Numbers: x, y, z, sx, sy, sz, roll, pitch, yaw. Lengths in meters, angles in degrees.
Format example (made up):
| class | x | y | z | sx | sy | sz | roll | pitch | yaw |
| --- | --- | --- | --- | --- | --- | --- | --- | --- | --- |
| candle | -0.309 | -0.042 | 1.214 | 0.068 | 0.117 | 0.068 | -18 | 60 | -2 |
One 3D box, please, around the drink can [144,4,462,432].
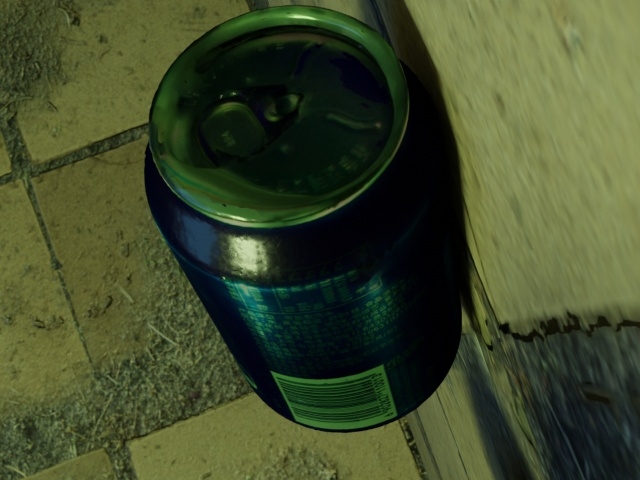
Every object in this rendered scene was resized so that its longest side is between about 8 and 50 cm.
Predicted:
| class | x | y | z | sx | sy | sz | roll | pitch | yaw |
| --- | --- | --- | --- | --- | --- | --- | --- | --- | --- |
| drink can | 0.000 | 0.000 | 0.471 | 0.205 | 0.118 | 0.118 | 74 | 176 | -60 |
